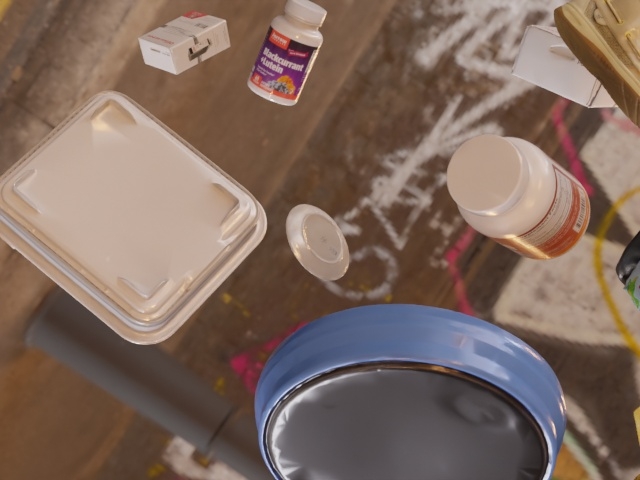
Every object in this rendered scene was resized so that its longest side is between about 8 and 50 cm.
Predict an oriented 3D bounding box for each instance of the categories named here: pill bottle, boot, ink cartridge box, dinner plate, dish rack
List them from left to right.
[{"bbox_3d":[-0.265,-0.050,1.616,0.285,0.333,0.072,-47,171,-27],"label":"dish rack"},{"bbox_3d":[-0.250,-0.364,2.160,0.135,0.099,0.056,-34,131,-32],"label":"ink cartridge box"},{"bbox_3d":[-0.060,-0.371,2.292,0.193,0.108,0.108,-66,168,20],"label":"pill bottle"},{"bbox_3d":[0.000,0.000,1.963,0.017,0.141,0.141,-31,-171,38],"label":"dinner plate"},{"bbox_3d":[0.234,-0.054,1.403,0.121,0.121,0.216,-58,148,6],"label":"pill bottle"},{"bbox_3d":[0.442,-0.288,1.948,0.218,0.158,0.092,-7,121,-53],"label":"ink cartridge box"},{"bbox_3d":[0.462,-0.261,1.548,0.203,0.262,0.095,-35,156,-2],"label":"boot"}]

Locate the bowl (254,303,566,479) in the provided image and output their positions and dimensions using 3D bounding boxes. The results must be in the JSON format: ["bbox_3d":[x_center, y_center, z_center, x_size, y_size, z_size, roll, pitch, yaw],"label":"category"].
[{"bbox_3d":[0.108,0.239,1.462,0.077,0.391,0.391,-81,-169,-45],"label":"bowl"}]

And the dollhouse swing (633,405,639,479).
[{"bbox_3d":[0.755,0.420,2.057,0.315,0.347,0.305,-10,107,-24],"label":"dollhouse swing"}]

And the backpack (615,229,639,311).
[{"bbox_3d":[0.673,0.088,1.969,0.273,0.355,0.290,-4,138,-44],"label":"backpack"}]
